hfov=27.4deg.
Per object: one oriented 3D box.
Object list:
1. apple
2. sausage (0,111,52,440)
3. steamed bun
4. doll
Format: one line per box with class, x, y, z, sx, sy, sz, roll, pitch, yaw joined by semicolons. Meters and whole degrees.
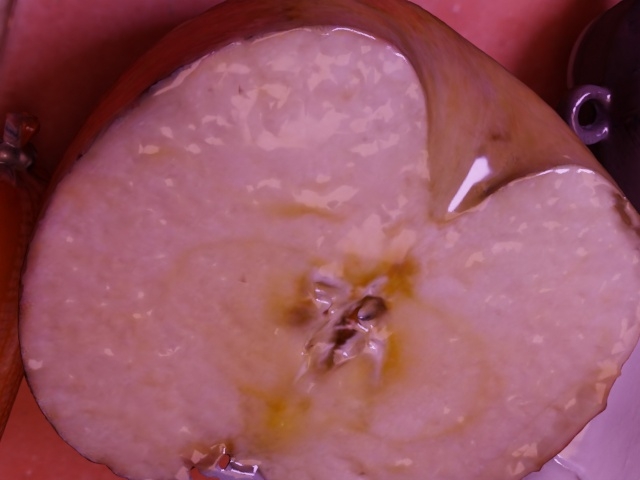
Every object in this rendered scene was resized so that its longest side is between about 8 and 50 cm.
apple;0.000;0.000;0.663;0.293;0.163;0.251;29;110;-23
sausage;-0.204;0.074;0.679;0.093;0.093;0.312;14;112;-24
steamed bun;0.151;0.087;0.780;0.183;0.106;0.182;-27;128;-42
doll;0.237;-0.076;0.725;0.257;0.117;0.181;-5;102;-19
